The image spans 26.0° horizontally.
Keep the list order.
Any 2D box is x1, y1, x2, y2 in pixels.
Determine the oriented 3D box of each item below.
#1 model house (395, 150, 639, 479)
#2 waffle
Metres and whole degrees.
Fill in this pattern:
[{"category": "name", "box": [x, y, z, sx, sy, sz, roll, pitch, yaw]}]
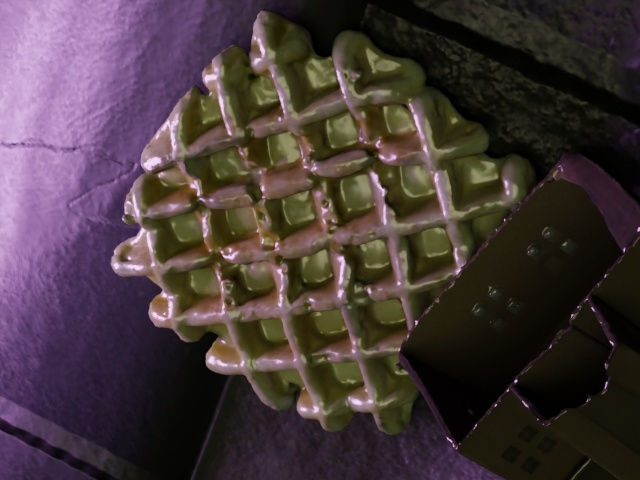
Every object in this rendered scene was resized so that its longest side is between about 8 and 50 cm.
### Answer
[{"category": "model house", "box": [0.220, 0.104, 0.909, 0.243, 0.204, 0.211, 32, 106, -25]}, {"category": "waffle", "box": [0.000, 0.000, 1.011, 0.292, 0.056, 0.309, 35, 119, 1]}]
